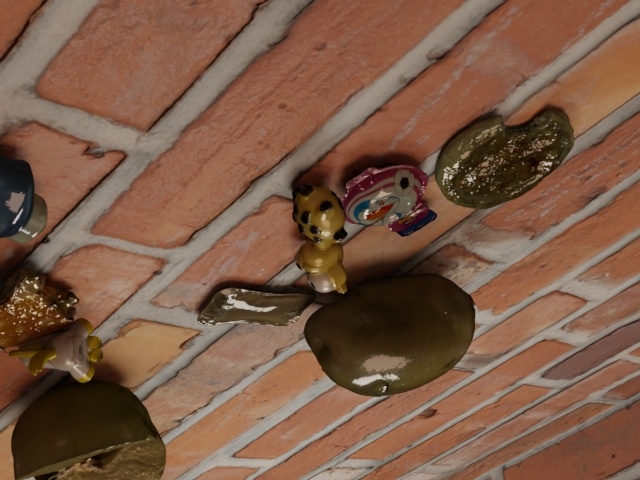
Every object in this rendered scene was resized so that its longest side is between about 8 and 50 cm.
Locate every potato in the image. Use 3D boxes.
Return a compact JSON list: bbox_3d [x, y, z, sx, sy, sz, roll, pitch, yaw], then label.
[{"bbox_3d":[0.138,0.185,1.723,0.326,0.221,0.243,-12,147,-19],"label":"potato"}]

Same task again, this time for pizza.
[{"bbox_3d":[-0.475,0.102,1.401,0.147,0.069,0.226,-28,158,-3],"label":"pizza"}]

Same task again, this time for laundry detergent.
[{"bbox_3d":[-0.454,-0.073,1.122,0.143,0.094,0.290,-34,150,14],"label":"laundry detergent"}]

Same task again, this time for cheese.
[{"bbox_3d":[0.119,-0.060,1.471,0.155,0.062,0.244,-31,148,17],"label":"cheese"}]

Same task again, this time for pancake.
[{"bbox_3d":[0.307,-0.131,1.481,0.254,0.037,0.253,-14,149,-9],"label":"pancake"}]

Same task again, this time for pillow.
[{"bbox_3d":[-0.119,0.127,1.673,0.218,0.033,0.130,5,141,-34],"label":"pillow"}]

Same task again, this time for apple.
[{"bbox_3d":[-0.455,0.400,1.742,0.258,0.233,0.295,-28,136,-9],"label":"apple"}]

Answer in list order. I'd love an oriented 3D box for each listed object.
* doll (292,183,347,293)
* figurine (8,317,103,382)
[{"bbox_3d":[-0.001,0.000,1.462,0.086,0.117,0.291,-34,155,-16],"label":"doll"},{"bbox_3d":[-0.459,0.190,1.534,0.130,0.109,0.178,-9,-175,-35],"label":"figurine"}]
